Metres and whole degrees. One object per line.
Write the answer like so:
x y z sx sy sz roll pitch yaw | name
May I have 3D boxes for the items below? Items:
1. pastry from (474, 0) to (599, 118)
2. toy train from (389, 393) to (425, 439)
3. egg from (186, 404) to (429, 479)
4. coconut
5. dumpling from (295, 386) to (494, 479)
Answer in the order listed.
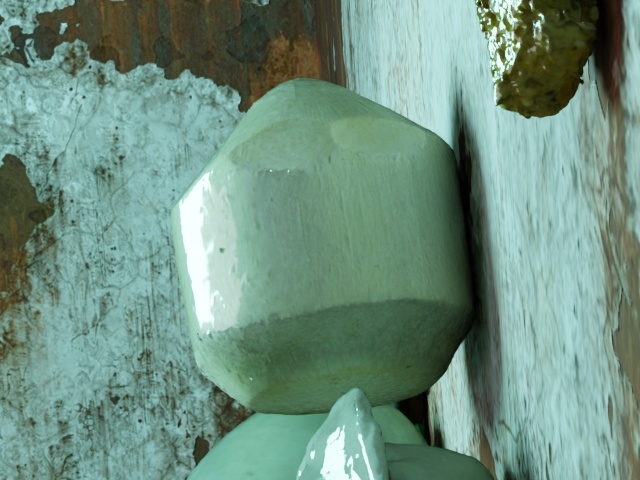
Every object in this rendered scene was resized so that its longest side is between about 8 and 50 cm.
0.100 -0.129 0.829 0.140 0.056 0.080 -94 13 -45 | pastry
0.067 0.155 1.804 0.136 0.091 0.227 -74 -18 -65 | toy train
-0.022 0.302 1.629 0.352 0.258 0.258 -47 -27 -31 | egg
0.000 0.000 1.349 0.237 0.237 0.266 94 172 -74 | coconut
0.082 0.241 1.179 0.175 0.243 0.227 -56 26 1 | dumpling
